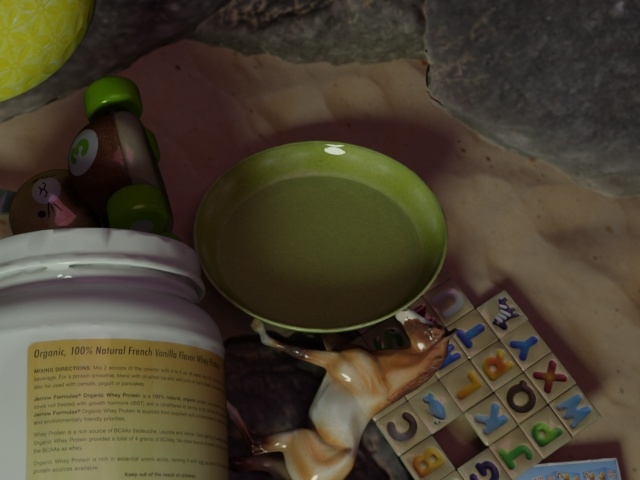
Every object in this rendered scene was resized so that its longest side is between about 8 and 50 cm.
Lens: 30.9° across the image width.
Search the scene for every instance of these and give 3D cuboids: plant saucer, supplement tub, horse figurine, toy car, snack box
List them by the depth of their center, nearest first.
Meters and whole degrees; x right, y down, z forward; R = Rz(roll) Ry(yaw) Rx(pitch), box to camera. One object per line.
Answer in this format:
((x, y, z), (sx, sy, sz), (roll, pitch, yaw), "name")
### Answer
((-0.187, 0.167, 0.936), (0.228, 0.228, 0.316), (1, 71, -14), "supplement tub")
((-0.235, -0.035, 1.052), (0.188, 0.149, 0.155), (-16, 58, -3), "toy car")
((-0.009, 0.155, 1.068), (0.174, 0.066, 0.263), (29, 71, 3), "horse figurine")
((0.000, 0.000, 1.107), (0.241, 0.037, 0.241), (1, 48, -1), "plant saucer")
((0.210, 0.249, 1.122), (0.178, 0.022, 0.064), (-1, 69, -15), "snack box")

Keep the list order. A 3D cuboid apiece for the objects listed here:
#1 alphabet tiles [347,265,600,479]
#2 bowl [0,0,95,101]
((0.131, 0.127, 1.138), (0.198, 0.009, 0.237), (-30, 75, -21), "alphabet tiles")
((-0.354, -0.286, 1.091), (0.289, 0.156, 0.289), (5, 70, -13), "bowl")
